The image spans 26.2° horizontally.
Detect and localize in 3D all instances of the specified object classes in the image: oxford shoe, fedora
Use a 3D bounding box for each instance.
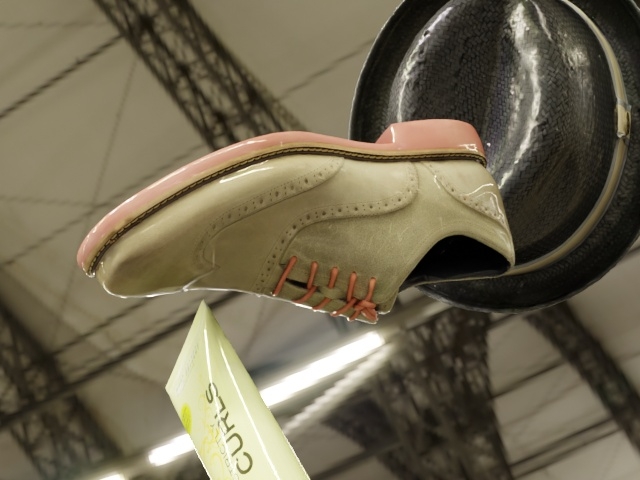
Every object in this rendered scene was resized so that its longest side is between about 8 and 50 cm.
[{"bbox_3d":[0.000,0.000,0.996,0.348,0.130,0.123,-14,-24,-28],"label":"oxford shoe"},{"bbox_3d":[0.149,-0.103,1.211,0.334,0.334,0.152,-29,-13,15],"label":"fedora"}]

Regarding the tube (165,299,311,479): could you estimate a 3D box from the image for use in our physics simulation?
[{"bbox_3d":[-0.048,0.156,0.938,0.070,0.240,0.062,-35,-37,3],"label":"tube"}]
